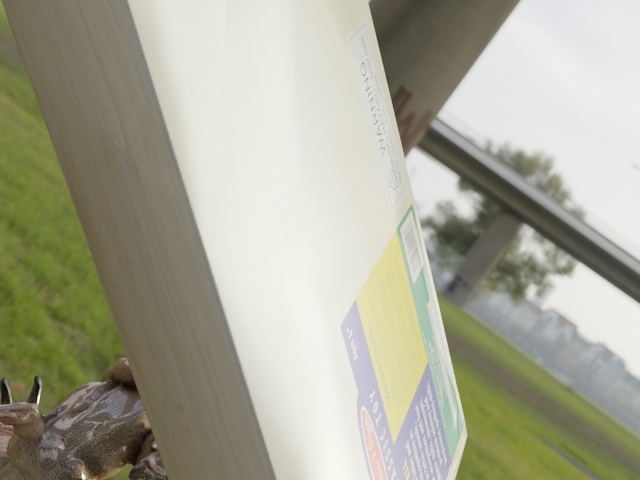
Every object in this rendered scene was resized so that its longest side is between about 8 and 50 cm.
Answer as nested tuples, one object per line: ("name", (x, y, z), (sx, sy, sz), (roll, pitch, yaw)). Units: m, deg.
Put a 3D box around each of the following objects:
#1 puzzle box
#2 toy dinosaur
("puzzle box", (-0.015, -0.002, 0.562), (0.272, 0.052, 0.408), (-55, 134, -62))
("toy dinosaur", (-0.178, 0.149, 0.950), (0.200, 0.296, 0.127), (138, -67, -83))
